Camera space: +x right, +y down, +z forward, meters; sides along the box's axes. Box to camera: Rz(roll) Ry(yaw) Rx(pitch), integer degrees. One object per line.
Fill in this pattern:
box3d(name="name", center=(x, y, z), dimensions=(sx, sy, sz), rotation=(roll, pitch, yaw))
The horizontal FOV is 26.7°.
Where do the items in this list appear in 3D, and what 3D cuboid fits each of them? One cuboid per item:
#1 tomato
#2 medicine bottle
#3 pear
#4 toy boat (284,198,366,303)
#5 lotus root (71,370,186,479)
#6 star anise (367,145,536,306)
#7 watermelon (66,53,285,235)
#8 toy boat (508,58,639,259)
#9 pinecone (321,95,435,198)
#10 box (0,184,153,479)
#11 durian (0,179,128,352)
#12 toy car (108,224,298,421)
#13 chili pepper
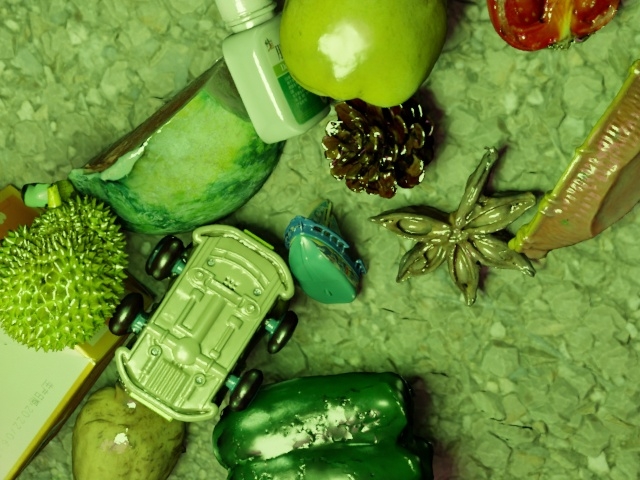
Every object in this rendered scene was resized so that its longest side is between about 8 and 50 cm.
box3d(name="tomato", center=(0.250, -0.285, 1.489), dimensions=(0.159, 0.091, 0.139), rotation=(-17, 118, -5))
box3d(name="medicine bottle", center=(-0.060, -0.214, 1.595), dimensions=(0.069, 0.119, 0.183), rotation=(-15, 106, 34))
box3d(name="pear", center=(0.048, -0.246, 1.513), dimensions=(0.200, 0.200, 0.200), rotation=(6, 114, 15))
box3d(name="toy boat", center=(0.000, 0.000, 1.687), dimensions=(0.091, 0.110, 0.175), rotation=(-2, 153, 19))
box3d(name="lotus root", center=(-0.266, 0.285, 1.865), dimensions=(0.154, 0.140, 0.257), rotation=(-2, 131, -25))
box3d(name="star anise", center=(0.174, -0.006, 1.647), dimensions=(0.208, 0.063, 0.172), rotation=(-31, 105, 22))
box3d(name="watermelon", center=(-0.199, -0.095, 1.687), dimensions=(0.305, 0.224, 0.180), rotation=(-30, 57, 28))
box3d(name="toy boat", center=(0.329, -0.094, 1.530), dimensions=(0.099, 0.141, 0.318), rotation=(49, 116, 41))
box3d(name="pinecone", center=(0.066, -0.114, 1.596), dimensions=(0.140, 0.121, 0.140), rotation=(12, 110, 34))
box3d(name="box", center=(-0.420, 0.130, 1.802), dimensions=(0.259, 0.214, 0.283), rotation=(39, 117, 1))
box3d(name="durian", center=(-0.299, 0.041, 1.596), dimensions=(0.146, 0.198, 0.159), rotation=(15, 158, 30))
box3d(name="toy car", center=(-0.147, 0.108, 1.727), dimensions=(0.204, 0.198, 0.248), rotation=(32, 82, 0))
box3d(name="chili pepper", center=(0.012, 0.275, 1.722), dimensions=(0.256, 0.248, 0.233), rotation=(-19, 93, 13))
